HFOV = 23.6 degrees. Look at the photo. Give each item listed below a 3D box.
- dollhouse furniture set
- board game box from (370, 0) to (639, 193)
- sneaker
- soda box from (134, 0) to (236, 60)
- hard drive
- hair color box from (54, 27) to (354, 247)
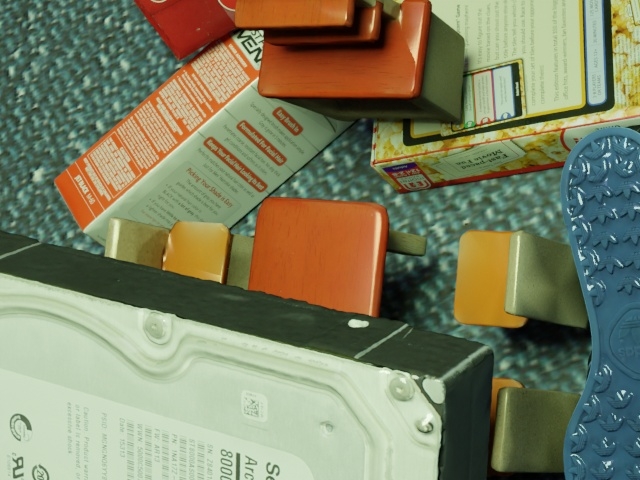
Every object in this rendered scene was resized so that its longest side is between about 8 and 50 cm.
[{"bbox_3d":[0.000,0.000,0.818,0.262,0.135,0.259,3,85,31],"label":"dollhouse furniture set"},{"bbox_3d":[0.126,-0.115,0.892,0.193,0.045,0.147,-8,65,25],"label":"board game box"},{"bbox_3d":[0.173,0.057,0.772,0.081,0.090,0.232,-2,90,36],"label":"sneaker"},{"bbox_3d":[-0.077,-0.227,0.974,0.092,0.083,0.263,-28,34,14],"label":"soda box"},{"bbox_3d":[-0.080,0.135,0.798,0.339,0.064,0.237,12,111,28],"label":"hard drive"},{"bbox_3d":[-0.069,-0.057,0.943,0.167,0.093,0.053,-39,55,7],"label":"hair color box"}]
